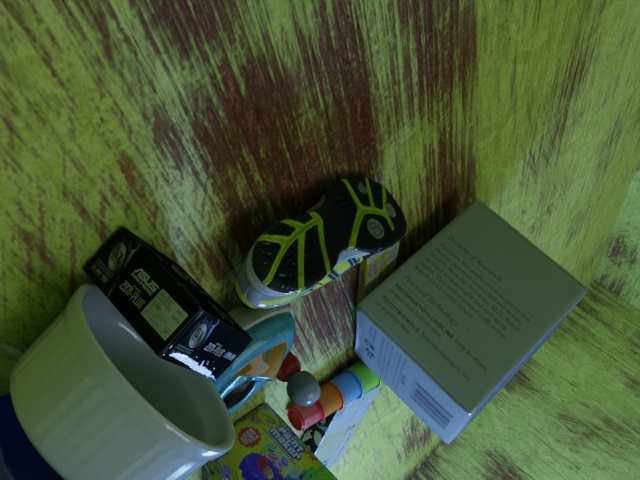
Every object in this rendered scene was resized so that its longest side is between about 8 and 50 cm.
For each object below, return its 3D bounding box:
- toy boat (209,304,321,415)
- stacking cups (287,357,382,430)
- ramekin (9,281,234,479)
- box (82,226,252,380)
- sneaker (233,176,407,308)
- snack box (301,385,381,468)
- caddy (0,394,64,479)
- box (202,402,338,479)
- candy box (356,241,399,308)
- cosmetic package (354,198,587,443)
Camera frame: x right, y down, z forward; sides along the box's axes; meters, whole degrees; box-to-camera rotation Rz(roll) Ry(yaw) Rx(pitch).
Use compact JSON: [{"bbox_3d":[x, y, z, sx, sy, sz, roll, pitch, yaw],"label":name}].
[{"bbox_3d":[-0.108,0.230,1.164,0.267,0.148,0.318,-48,153,8],"label":"toy boat"},{"bbox_3d":[0.061,0.373,1.630,0.316,0.096,0.096,-26,143,-37],"label":"stacking cups"},{"bbox_3d":[-0.250,0.198,0.827,0.135,0.277,0.277,-42,151,0],"label":"ramekin"},{"bbox_3d":[-0.196,0.084,0.852,0.077,0.180,0.147,-48,151,-5],"label":"box"},{"bbox_3d":[0.000,0.000,1.118,0.384,0.145,0.147,-22,170,-44],"label":"sneaker"},{"bbox_3d":[0.032,0.523,1.798,0.187,0.060,0.322,-10,132,-49],"label":"snack box"},{"bbox_3d":[-0.350,0.346,0.793,0.241,0.341,0.179,38,83,-35],"label":"caddy"},{"bbox_3d":[-0.104,0.570,1.426,0.177,0.290,0.279,-27,143,-35],"label":"box"},{"bbox_3d":[0.126,0.073,1.447,0.105,0.027,0.206,-34,147,-26],"label":"candy box"},{"bbox_3d":[0.328,0.195,1.526,0.393,0.327,0.329,-40,158,-18],"label":"cosmetic package"}]
